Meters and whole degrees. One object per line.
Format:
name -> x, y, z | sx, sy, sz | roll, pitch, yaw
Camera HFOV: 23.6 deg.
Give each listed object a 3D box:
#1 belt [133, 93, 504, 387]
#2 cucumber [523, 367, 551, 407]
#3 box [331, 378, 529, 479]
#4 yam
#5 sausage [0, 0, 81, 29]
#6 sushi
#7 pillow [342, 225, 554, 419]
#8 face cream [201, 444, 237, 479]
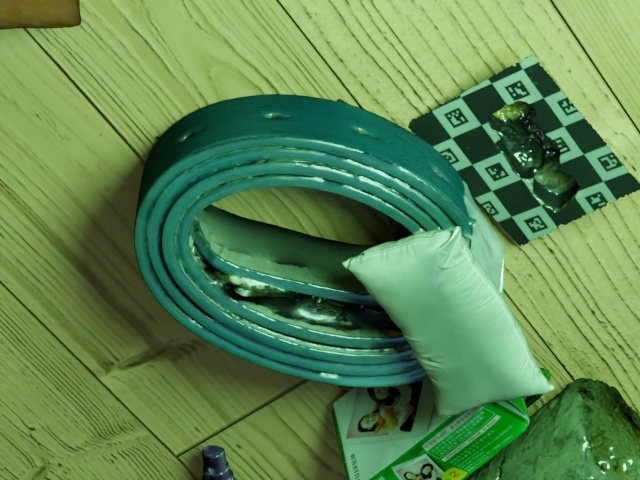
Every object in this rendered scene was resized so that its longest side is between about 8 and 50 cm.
belt -> -0.001, 0.000, 1.792 | 0.436, 0.173, 0.300 | 16, 117, -13
cucumber -> 0.191, 0.255, 2.037 | 0.284, 0.056, 0.056 | -41, 116, 17
box -> 0.137, 0.217, 1.937 | 0.103, 0.180, 0.250 | 30, 118, -33
yam -> 0.300, 0.328, 2.003 | 0.195, 0.195, 0.300 | 36, 115, -23
sausage -> -0.388, -0.276, 1.637 | 0.259, 0.113, 0.114 | -3, 123, -3
sushi -> 0.244, -0.114, 1.803 | 0.192, 0.050, 0.215 | -28, 114, 39
pillow -> 0.144, 0.096, 1.720 | 0.144, 0.078, 0.254 | -24, 118, 18
face cream -> -0.127, 0.389, 2.089 | 0.078, 0.078, 0.273 | -6, 122, 1
